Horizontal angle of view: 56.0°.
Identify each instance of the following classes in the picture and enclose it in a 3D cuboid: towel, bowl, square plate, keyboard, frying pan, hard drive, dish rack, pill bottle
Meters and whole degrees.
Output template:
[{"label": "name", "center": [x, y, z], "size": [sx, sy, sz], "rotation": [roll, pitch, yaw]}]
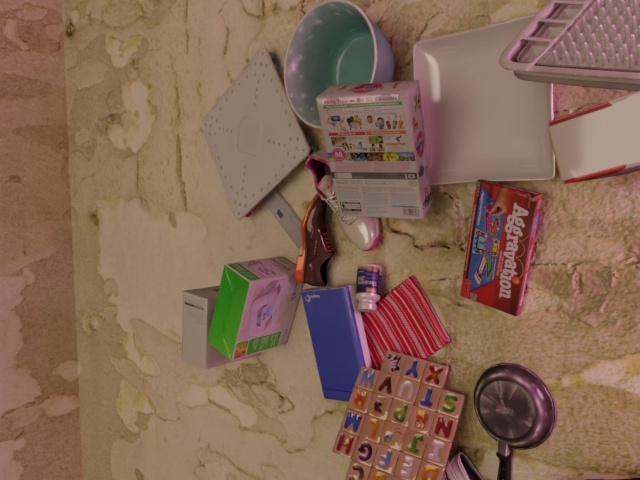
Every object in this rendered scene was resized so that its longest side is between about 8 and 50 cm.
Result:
[{"label": "towel", "center": [0.192, 0.242, 1.578], "size": [0.275, 0.031, 0.199], "rotation": [-43, 66, 37]}, {"label": "bowl", "center": [0.068, -0.437, 1.540], "size": [0.311, 0.163, 0.312], "rotation": [5, 97, 42]}, {"label": "square plate", "center": [0.363, -0.302, 1.353], "size": [0.344, 0.049, 0.348], "rotation": [2, 95, 42]}, {"label": "keyboard", "center": [-0.119, -0.089, 1.853], "size": [0.256, 0.014, 0.072], "rotation": [52, 131, 27]}, {"label": "frying pan", "center": [0.407, 0.433, 1.386], "size": [0.197, 0.053, 0.326], "rotation": [38, 115, 35]}, {"label": "hard drive", "center": [0.050, 0.286, 1.671], "size": [0.210, 0.040, 0.319], "rotation": [-11, 91, 52]}, {"label": "dish rack", "center": [0.525, -0.368, 1.075], "size": [0.285, 0.072, 0.332], "rotation": [-47, 37, -13]}, {"label": "pill bottle", "center": [0.126, 0.125, 1.580], "size": [0.067, 0.067, 0.120], "rotation": [-11, 67, 43]}]

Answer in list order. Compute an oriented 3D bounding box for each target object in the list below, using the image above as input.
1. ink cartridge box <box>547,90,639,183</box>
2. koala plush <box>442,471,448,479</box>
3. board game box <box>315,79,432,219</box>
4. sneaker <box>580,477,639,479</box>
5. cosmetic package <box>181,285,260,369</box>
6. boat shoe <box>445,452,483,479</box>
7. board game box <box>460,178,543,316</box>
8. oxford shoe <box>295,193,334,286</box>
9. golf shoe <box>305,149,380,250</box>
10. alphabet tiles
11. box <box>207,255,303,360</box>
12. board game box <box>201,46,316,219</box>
[{"label": "ink cartridge box", "center": [0.548, -0.181, 1.034], "size": [0.197, 0.272, 0.114], "rotation": [-15, 86, 43]}, {"label": "koala plush", "center": [0.211, 0.677, 1.508], "size": [0.196, 0.203, 0.221], "rotation": [5, 117, 53]}, {"label": "board game box", "center": [0.131, -0.207, 1.403], "size": [0.223, 0.097, 0.304], "rotation": [4, 123, 28]}, {"label": "sneaker", "center": [0.589, 0.567, 1.180], "size": [0.295, 0.123, 0.179], "rotation": [-23, 68, 41]}, {"label": "cosmetic package", "center": [-0.312, 0.268, 1.919], "size": [0.138, 0.224, 0.225], "rotation": [10, 101, 42]}, {"label": "boat shoe", "center": [0.373, 0.589, 1.424], "size": [0.063, 0.066, 0.184], "rotation": [-58, 48, 31]}, {"label": "board game box", "center": [0.396, 0.016, 1.334], "size": [0.145, 0.027, 0.282], "rotation": [19, 116, 38]}, {"label": "oxford shoe", "center": [0.000, 0.000, 1.709], "size": [0.098, 0.097, 0.272], "rotation": [15, 109, 21]}, {"label": "golf shoe", "center": [0.052, -0.106, 1.603], "size": [0.115, 0.140, 0.306], "rotation": [-36, 71, 37]}, {"label": "alphabet tiles", "center": [0.186, 0.450, 1.469], "size": [0.285, 0.011, 0.343], "rotation": [10, 71, 32]}, {"label": "box", "center": [-0.190, 0.196, 1.794], "size": [0.126, 0.231, 0.262], "rotation": [30, 113, 36]}, {"label": "board game box", "center": [-0.203, -0.322, 1.871], "size": [0.390, 0.050, 0.390], "rotation": [-38, 66, 38]}]
